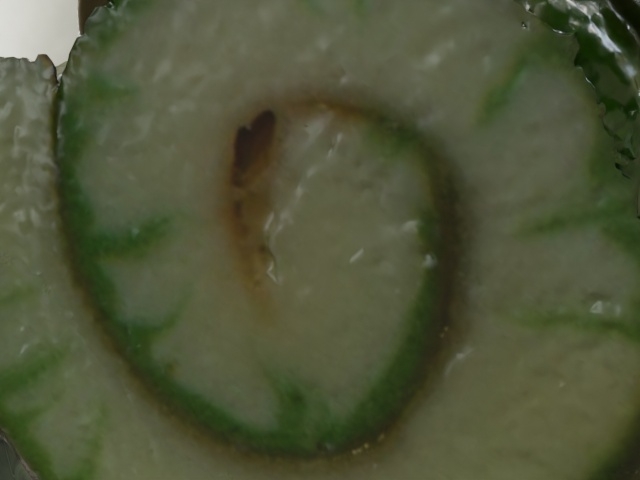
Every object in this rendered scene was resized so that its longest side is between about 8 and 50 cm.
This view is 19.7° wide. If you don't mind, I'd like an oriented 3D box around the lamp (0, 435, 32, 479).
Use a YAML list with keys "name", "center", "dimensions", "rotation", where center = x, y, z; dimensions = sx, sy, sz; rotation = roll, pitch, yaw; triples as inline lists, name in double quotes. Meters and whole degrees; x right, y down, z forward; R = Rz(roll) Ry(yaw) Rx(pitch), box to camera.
- name: "lamp"
  center: [-0.237, 0.215, 1.447]
  dimensions: [0.214, 0.121, 0.121]
  rotation: [-36, -16, -46]

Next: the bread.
- name: "bread"
  center: [0.000, 0.000, 0.837]
  dimensions: [0.129, 0.382, 0.366]
  rotation: [-41, -33, -57]

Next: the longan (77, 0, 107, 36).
- name: "longan"
  center: [-0.085, -0.143, 1.263]
  dimensions: [0.159, 0.185, 0.204]
  rotation: [-26, 13, -16]
